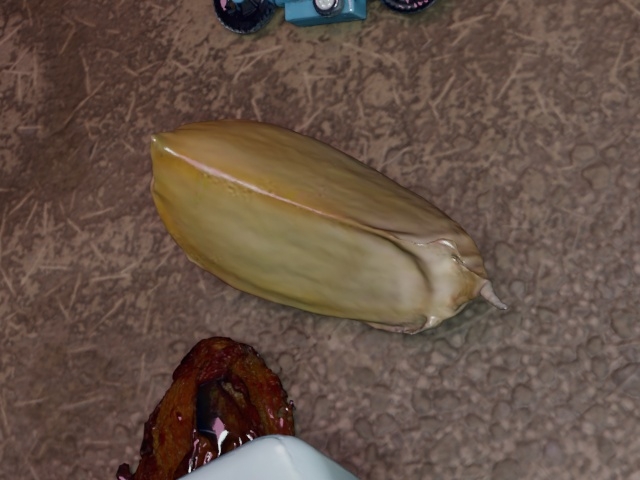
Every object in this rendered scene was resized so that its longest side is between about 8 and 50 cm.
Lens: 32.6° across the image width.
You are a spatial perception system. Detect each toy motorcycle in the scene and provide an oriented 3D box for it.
[{"bbox_3d":[0.011,-0.306,1.090,0.272,0.123,0.182,-1,90,24],"label":"toy motorcycle"}]

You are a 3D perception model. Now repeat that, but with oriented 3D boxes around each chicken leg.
[{"bbox_3d":[-0.105,0.236,0.934,0.177,0.083,0.322,-18,61,25],"label":"chicken leg"}]

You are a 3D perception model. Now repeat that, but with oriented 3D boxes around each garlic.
[{"bbox_3d":[0.014,0.006,0.914,0.338,0.196,0.151,27,94,21],"label":"garlic"}]

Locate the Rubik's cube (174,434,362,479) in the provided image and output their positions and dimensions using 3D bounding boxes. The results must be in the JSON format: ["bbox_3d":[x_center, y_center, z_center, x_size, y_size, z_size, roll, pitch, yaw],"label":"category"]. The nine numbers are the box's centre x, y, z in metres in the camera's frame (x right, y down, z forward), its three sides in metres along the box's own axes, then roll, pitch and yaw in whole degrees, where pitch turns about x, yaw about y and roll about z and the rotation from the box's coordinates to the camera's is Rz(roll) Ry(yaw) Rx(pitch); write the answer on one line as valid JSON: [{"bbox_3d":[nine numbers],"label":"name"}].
[{"bbox_3d":[-0.030,0.373,0.649,0.352,0.351,0.347,-35,45,7],"label":"Rubik's cube"}]
